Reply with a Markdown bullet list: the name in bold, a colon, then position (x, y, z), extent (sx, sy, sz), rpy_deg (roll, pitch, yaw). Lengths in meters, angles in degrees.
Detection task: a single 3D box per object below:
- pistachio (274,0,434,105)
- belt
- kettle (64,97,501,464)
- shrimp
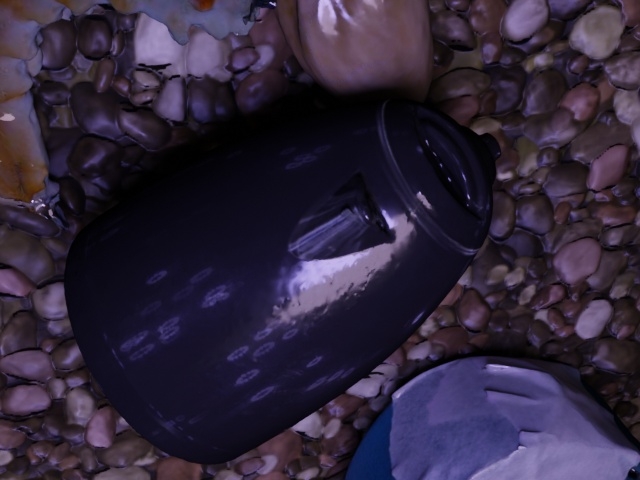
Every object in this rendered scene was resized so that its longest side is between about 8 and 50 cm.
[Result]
- **pistachio**: position (0.029, -0.162, 1.032), extent (0.108, 0.126, 0.185), rpy_deg (7, 134, 31)
- **belt**: position (0.187, 0.303, 1.324), extent (0.300, 0.173, 0.436), rpy_deg (-24, 128, -9)
- **kettle**: position (0.000, 0.000, 1.054), extent (0.290, 0.268, 0.207), rpy_deg (-33, 88, 23)
- **shrimp**: position (-0.175, -0.139, 1.000), extent (0.185, 0.068, 0.287), rpy_deg (36, 115, -17)
